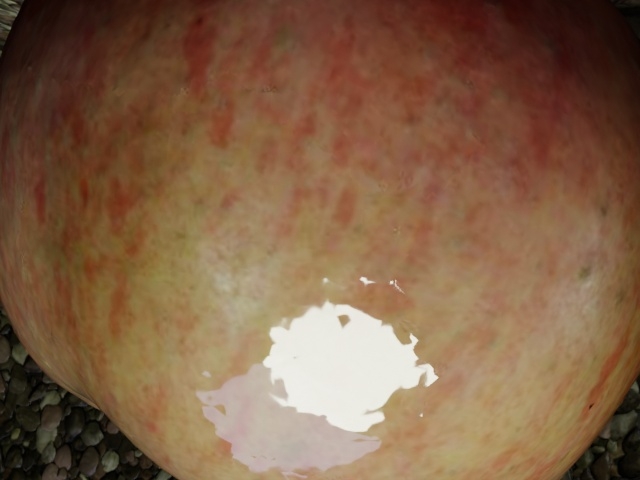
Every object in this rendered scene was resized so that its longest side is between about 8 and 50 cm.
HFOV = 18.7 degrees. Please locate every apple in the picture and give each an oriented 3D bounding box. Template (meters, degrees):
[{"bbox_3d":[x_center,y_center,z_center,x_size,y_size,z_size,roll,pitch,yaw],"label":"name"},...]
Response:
[{"bbox_3d":[0.000,0.000,0.861,0.345,0.269,0.345,12,175,1],"label":"apple"}]

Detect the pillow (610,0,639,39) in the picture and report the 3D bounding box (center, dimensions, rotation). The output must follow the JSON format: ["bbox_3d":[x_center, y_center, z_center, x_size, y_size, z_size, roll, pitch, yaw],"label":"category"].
[{"bbox_3d":[0.214,-0.096,0.971,0.131,0.038,0.233,-2,174,43],"label":"pillow"}]
